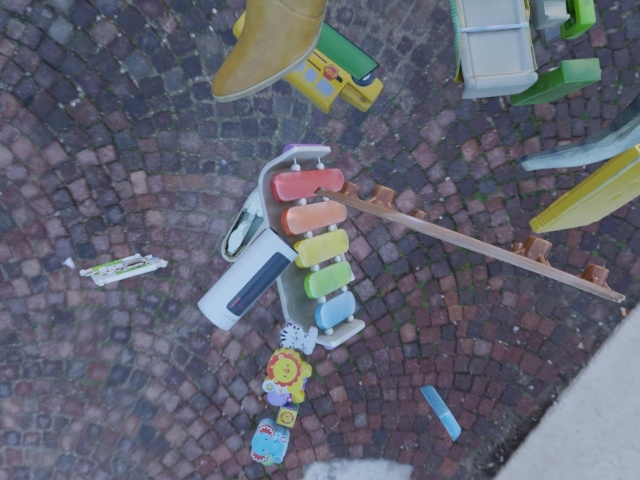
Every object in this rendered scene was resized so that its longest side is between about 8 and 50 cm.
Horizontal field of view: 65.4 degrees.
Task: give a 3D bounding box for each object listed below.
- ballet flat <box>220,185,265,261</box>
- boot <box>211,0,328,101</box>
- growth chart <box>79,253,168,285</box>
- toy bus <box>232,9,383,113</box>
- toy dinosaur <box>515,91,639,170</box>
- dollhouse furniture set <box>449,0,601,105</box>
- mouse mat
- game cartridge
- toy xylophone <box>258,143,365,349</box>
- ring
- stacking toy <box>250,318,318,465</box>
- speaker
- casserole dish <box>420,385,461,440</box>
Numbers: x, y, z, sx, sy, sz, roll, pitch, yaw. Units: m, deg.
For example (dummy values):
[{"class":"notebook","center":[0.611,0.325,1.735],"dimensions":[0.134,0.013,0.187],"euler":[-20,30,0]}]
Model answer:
[{"class":"ballet flat","center":[-0.172,-0.051,1.242],"dimensions":[0.086,0.086,0.248],"euler":[31,97,-7]},{"class":"boot","center":[-0.058,-0.298,0.510],"dimensions":[0.295,0.104,0.211],"euler":[-31,130,18]},{"class":"growth chart","center":[-0.466,0.066,1.187],"dimensions":[0.172,0.237,0.021],"euler":[-20,104,-31]},{"class":"toy bus","center":[-0.021,-0.399,1.109],"dimensions":[0.332,0.108,0.130],"euler":[39,94,-3]},{"class":"toy dinosaur","center":[0.248,-0.103,0.279],"dimensions":[0.064,0.118,0.268],"euler":[10,132,-38]},{"class":"dollhouse furniture set","center":[0.354,-0.370,0.959],"dimensions":[0.301,0.151,0.198],"euler":[-10,92,-16]},{"class":"mouse mat","center":[0.031,-0.354,0.920],"dimensions":[0.152,0.190,0.007],"euler":[34,93,-11]},{"class":"game cartridge","center":[0.736,-0.132,1.267],"dimensions":[0.285,0.324,0.053],"euler":[-7,64,-32]},{"class":"toy xylophone","center":[0.000,0.000,0.815],"dimensions":[0.081,0.236,0.323],"euler":[-9,102,31]},{"class":"ring","center":[0.155,-0.009,0.554],"dimensions":[0.336,0.336,0.032],"euler":[20,95,-6]},{"class":"stacking toy","center":[-0.056,0.217,0.620],"dimensions":[0.052,0.167,0.221],"euler":[16,96,1]},{"class":"speaker","center":[-0.093,0.049,0.639],"dimensions":[0.055,0.055,0.136],"euler":[43,89,-8]},{"class":"casserole dish","center":[0.344,0.484,1.423],"dimensions":[0.037,0.188,0.114],"euler":[-32,109,1]}]
